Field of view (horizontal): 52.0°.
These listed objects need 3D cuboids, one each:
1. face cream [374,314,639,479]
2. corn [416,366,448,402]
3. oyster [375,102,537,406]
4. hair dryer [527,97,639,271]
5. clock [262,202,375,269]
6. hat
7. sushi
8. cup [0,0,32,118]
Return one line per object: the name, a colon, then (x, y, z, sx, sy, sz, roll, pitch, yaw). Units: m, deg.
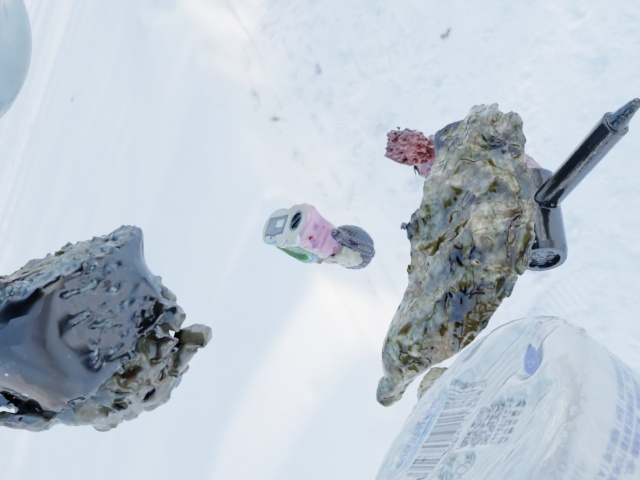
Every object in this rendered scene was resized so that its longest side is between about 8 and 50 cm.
face cream: (0.122, 0.151, 0.422, 0.206, 0.111, 0.206, -49, 5, 6)
corn: (0.222, 0.245, 0.655, 0.119, 0.322, 0.119, -42, 10, 9)
oyster: (0.159, 0.002, 0.760, 0.204, 0.110, 0.397, 140, 148, -72)
hair dryer: (0.302, -0.070, 0.789, 0.255, 0.069, 0.129, 112, 164, -59)
clock: (0.000, 0.000, 1.369, 0.194, 0.195, 0.100, -6, 63, 59)
hat: (0.242, -0.130, 1.131, 0.236, 0.286, 0.107, -143, 64, -73)
sushi: (-0.255, 0.115, 0.695, 0.238, 0.225, 0.219, 10, 127, 50)
cup: (-0.395, -0.230, 0.490, 0.163, 0.346, 0.348, -45, 44, 51)
